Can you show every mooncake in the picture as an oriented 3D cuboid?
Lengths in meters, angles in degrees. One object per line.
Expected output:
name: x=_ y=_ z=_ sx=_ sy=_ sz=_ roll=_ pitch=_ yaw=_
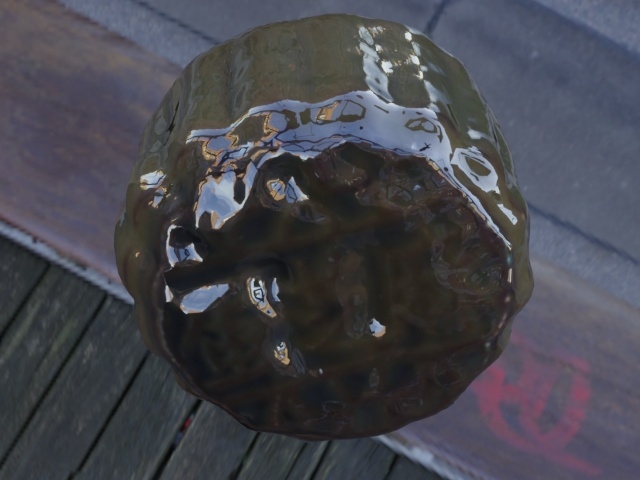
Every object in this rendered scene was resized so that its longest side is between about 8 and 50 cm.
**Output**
mooncake: x=0.000 y=0.000 z=0.876 sx=0.290 sy=0.290 sz=0.161 roll=7 pitch=32 yaw=-8
